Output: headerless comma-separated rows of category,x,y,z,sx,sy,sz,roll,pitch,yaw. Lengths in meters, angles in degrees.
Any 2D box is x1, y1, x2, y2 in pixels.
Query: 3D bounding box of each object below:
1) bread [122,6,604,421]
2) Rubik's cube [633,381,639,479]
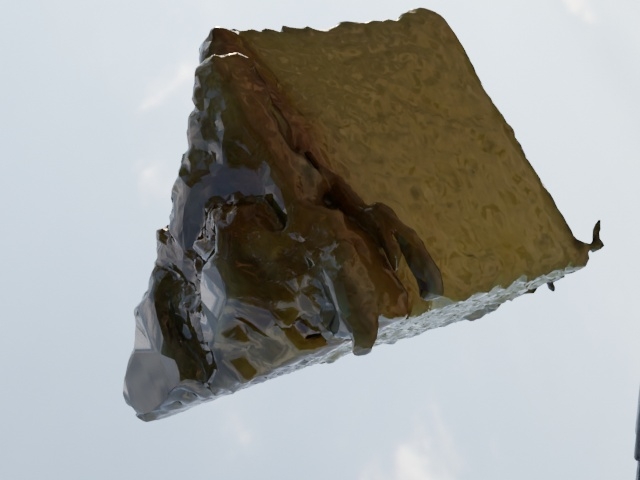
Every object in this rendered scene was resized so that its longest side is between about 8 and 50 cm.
bread,0.000,0.000,0.562,0.147,0.152,0.127,-13,-113,-42
Rubik's cube,0.337,0.086,1.003,0.259,0.260,0.254,75,-158,-61
